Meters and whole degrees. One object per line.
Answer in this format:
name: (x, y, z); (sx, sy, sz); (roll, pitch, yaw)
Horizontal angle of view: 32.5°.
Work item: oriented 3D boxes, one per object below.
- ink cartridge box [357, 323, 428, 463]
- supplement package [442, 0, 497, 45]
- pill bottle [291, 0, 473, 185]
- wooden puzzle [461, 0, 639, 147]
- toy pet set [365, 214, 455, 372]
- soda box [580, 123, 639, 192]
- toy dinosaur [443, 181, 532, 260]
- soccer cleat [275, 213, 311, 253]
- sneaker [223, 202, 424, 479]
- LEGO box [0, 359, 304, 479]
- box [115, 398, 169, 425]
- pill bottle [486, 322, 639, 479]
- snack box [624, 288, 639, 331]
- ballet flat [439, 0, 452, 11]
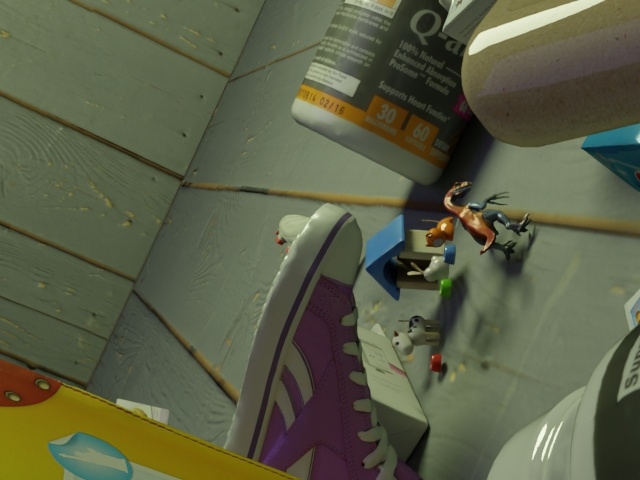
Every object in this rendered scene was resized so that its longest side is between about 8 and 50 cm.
ink cartridge box: (0.018, 0.144, 0.946); (0.115, 0.067, 0.198); (-61, 16, 13)
supplement package: (0.220, -0.260, 0.764); (0.204, 0.145, 0.261); (-39, 31, 58)
pill bottle: (0.098, -0.206, 1.044); (0.278, 0.162, 0.162); (-64, 15, 5)
wooden puzzle: (0.250, -0.168, 0.417); (0.322, 0.080, 0.347); (-12, 35, 43)
toy pet set: (0.069, 0.026, 0.886); (0.114, 0.065, 0.122); (-84, -2, -57)
soda box: (0.233, -0.119, 0.592); (0.210, 0.071, 0.067); (-58, 15, -6)
toy dinosaur: (0.123, -0.022, 0.855); (0.082, 0.090, 0.047); (29, 102, 33)
soccer cleat: (0.000, 0.000, 1.251); (0.076, 0.068, 0.196); (-48, 18, 4)
sneaker: (0.022, 0.123, 0.796); (0.102, 0.161, 0.282); (-25, -49, -79)
LEGO box: (-0.040, 0.272, 0.372); (0.193, 0.373, 0.500); (-62, 15, 12)
box: (-0.203, 0.297, 1.123); (0.324, 0.067, 0.063); (-92, 18, -56)
pill bottle: (0.183, 0.070, 0.343); (0.283, 0.161, 0.161); (-46, 24, 49)
snack box: (0.226, 0.001, 0.570); (0.178, 0.022, 0.064); (-54, 18, 33)
ballet flat: (0.147, -0.242, 0.917); (0.096, 0.095, 0.280); (-15, 72, 30)
